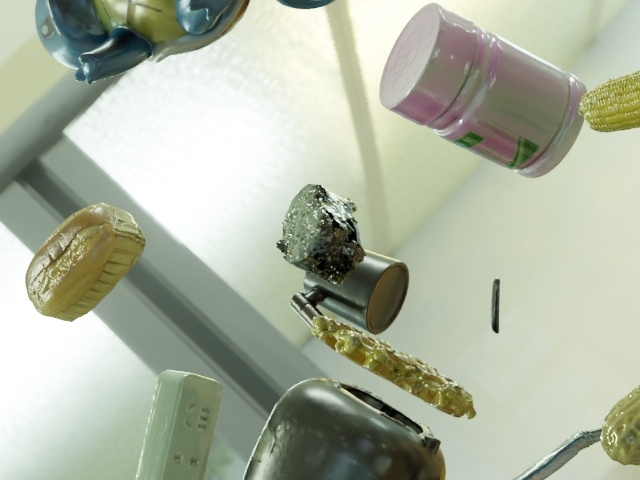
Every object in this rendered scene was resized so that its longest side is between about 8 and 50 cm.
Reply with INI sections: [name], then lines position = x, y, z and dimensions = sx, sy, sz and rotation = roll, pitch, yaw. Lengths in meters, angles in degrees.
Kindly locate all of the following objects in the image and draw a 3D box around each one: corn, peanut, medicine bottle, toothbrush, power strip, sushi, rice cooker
[corn]
position = 0.427, -0.190, 1.601
dimensions = 0.085, 0.165, 0.063
rotation = 25, -114, -36
[peanut]
position = 0.430, 0.205, 1.462
dimensions = 0.194, 0.093, 0.083
rotation = -39, 11, 4
[medicine bottle]
position = 0.291, -0.263, 2.134
dimensions = 0.212, 0.325, 0.212
rotation = -51, 26, 37
[toothbrush]
position = 0.306, 0.290, 1.559
dimensions = 0.413, 0.042, 0.035
rotation = -28, -54, -26
[power strip]
position = -0.224, 0.382, 1.712
dimensions = 0.091, 0.062, 0.385
rotation = 24, -108, -45
[sushi]
position = 0.000, 0.000, 2.058
dimensions = 0.147, 0.115, 0.212
rotation = -51, 23, 13
[rice cooker]
position = 0.035, 0.319, 1.600
dimensions = 0.224, 0.267, 0.267
rotation = -60, -17, 0

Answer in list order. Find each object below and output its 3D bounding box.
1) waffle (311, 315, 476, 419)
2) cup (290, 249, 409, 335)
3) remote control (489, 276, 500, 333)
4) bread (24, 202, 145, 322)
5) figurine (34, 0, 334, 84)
[waffle]
position = 0.124, 0.211, 1.998
dimensions = 0.300, 0.281, 0.058
rotation = 29, -92, -30
[cup]
position = 0.053, 0.099, 2.527
dimensions = 0.239, 0.177, 0.166
rotation = -17, -56, -54
[remote control]
position = 0.299, 0.110, 2.044
dimensions = 0.039, 0.014, 0.096
rotation = -75, -14, -82
[bread]
position = -0.418, 0.035, 2.072
dimensions = 0.236, 0.140, 0.106
rotation = -43, -37, 21
[figurine]
position = -0.185, -0.337, 1.487
dimensions = 0.416, 0.298, 0.243
rotation = -9, -10, 12
